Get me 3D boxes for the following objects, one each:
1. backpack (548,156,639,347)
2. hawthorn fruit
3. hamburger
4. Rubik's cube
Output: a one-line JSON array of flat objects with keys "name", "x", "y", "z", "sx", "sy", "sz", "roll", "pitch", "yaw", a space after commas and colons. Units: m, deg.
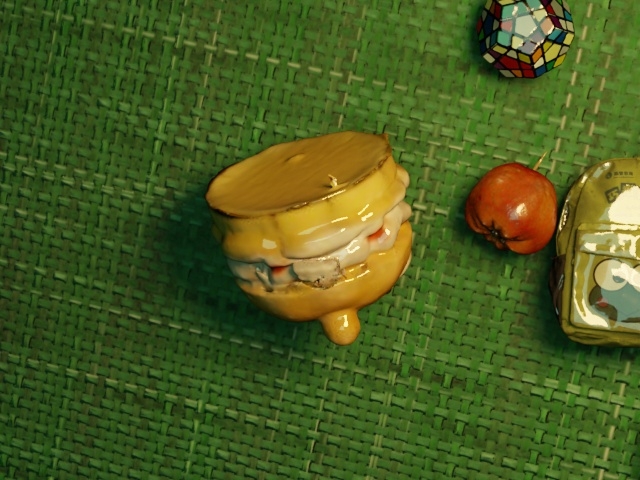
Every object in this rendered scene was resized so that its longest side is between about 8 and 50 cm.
[{"name": "backpack", "x": 0.410, "y": 0.016, "z": 1.622, "sx": 0.207, "sy": 0.140, "sz": 0.253, "roll": 3, "pitch": 88, "yaw": 9}, {"name": "hawthorn fruit", "x": 0.261, "y": -0.045, "z": 1.655, "sx": 0.125, "sy": 0.140, "sz": 0.125, "roll": 9, "pitch": 133, "yaw": 9}, {"name": "hamburger", "x": 0.000, "y": 0.000, "z": 1.628, "sx": 0.276, "sy": 0.276, "sz": 0.236, "roll": -13, "pitch": 113, "yaw": 10}, {"name": "Rubik's cube", "x": 0.273, "y": -0.281, "z": 1.631, "sx": 0.112, "sy": 0.133, "sz": 0.133, "roll": 6, "pitch": 96, "yaw": -16}]
